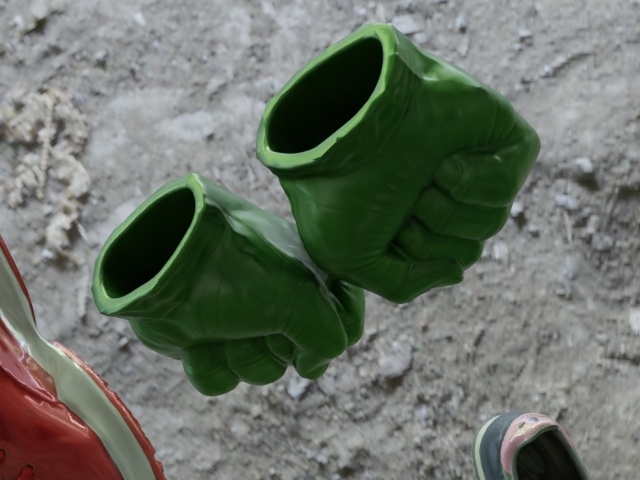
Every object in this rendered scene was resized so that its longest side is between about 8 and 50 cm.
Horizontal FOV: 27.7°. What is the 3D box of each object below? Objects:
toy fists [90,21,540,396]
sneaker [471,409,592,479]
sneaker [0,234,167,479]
[{"bbox_3d":[0.000,0.000,0.753,0.279,0.142,0.096,-38,41,29],"label":"toy fists"},{"bbox_3d":[0.258,0.325,1.329,0.112,0.131,0.319,-26,83,-17],"label":"sneaker"},{"bbox_3d":[-0.161,0.081,0.533,0.128,0.087,0.221,-26,70,-40],"label":"sneaker"}]
